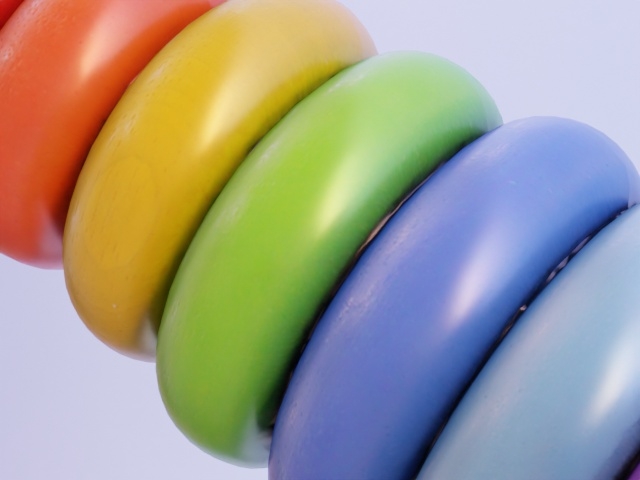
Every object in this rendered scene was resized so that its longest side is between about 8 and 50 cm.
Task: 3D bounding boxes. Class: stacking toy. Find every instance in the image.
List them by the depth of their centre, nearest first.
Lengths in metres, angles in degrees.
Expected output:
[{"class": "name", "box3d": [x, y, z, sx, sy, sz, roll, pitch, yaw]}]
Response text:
[{"class": "stacking toy", "box3d": [0.000, 0.000, 0.421, 0.330, 0.141, 0.141, 35, -40, 20]}]
